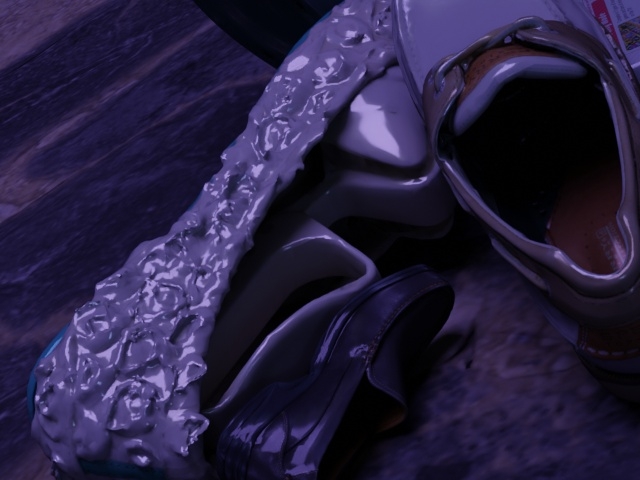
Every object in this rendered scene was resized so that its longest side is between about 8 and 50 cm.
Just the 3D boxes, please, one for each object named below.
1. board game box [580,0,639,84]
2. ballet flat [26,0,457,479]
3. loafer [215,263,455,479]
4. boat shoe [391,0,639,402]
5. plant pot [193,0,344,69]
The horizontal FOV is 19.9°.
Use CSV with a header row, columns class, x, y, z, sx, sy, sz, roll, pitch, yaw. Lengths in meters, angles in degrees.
class,x,y,z,sx,sy,sz,roll,pitch,yaw
board game box,0.238,-0.128,1.064,0.303,0.097,0.224,-23,24,13
ballet flat,0.000,0.000,1.051,0.147,0.147,0.409,-1,42,47
loafer,0.022,0.080,0.951,0.061,0.062,0.170,23,57,35
boat shoe,0.108,-0.063,0.908,0.113,0.103,0.302,-34,51,6
plant pot,0.020,-0.253,1.348,0.235,0.293,0.293,-53,29,-13
